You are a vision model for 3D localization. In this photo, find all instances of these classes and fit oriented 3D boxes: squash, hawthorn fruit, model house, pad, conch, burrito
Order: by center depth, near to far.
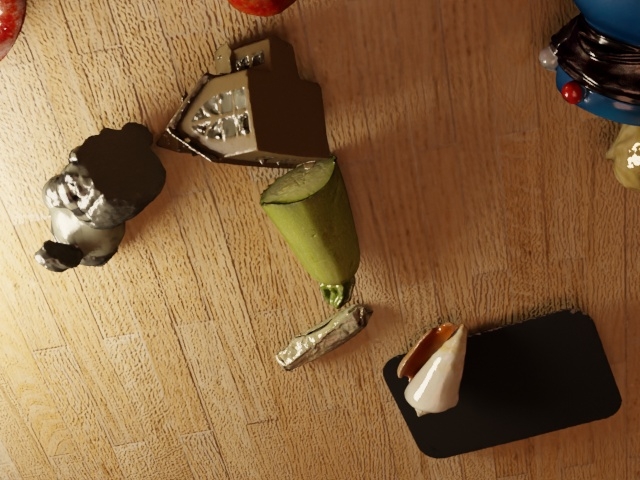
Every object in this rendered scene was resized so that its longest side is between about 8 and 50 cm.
[{"bbox_3d":[-0.082,-0.340,1.241,0.125,0.140,0.125,21,146,16],"label":"hawthorn fruit"},{"bbox_3d":[-0.140,-0.175,1.356,0.248,0.180,0.176,-8,86,34],"label":"model house"},{"bbox_3d":[0.003,-0.014,1.494,0.137,0.137,0.287,-17,138,9],"label":"squash"},{"bbox_3d":[0.006,0.160,1.638,0.188,0.045,0.058,-30,146,14],"label":"burrito"},{"bbox_3d":[0.189,0.216,1.639,0.094,0.104,0.176,-5,120,-22],"label":"conch"},{"bbox_3d":[0.303,0.214,1.710,0.375,0.063,0.315,-17,117,16],"label":"pad"}]

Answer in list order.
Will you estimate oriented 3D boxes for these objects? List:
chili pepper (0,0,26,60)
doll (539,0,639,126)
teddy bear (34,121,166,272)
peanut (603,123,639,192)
[{"bbox_3d":[-0.442,-0.313,1.259,0.144,0.136,0.253,-33,148,-35],"label":"chili pepper"},{"bbox_3d":[0.408,-0.308,1.216,0.240,0.284,0.310,-18,133,-44],"label":"doll"},{"bbox_3d":[-0.343,-0.045,1.411,0.144,0.171,0.251,43,122,0],"label":"teddy bear"},{"bbox_3d":[0.540,-0.177,1.373,0.291,0.143,0.159,-21,113,8],"label":"peanut"}]
